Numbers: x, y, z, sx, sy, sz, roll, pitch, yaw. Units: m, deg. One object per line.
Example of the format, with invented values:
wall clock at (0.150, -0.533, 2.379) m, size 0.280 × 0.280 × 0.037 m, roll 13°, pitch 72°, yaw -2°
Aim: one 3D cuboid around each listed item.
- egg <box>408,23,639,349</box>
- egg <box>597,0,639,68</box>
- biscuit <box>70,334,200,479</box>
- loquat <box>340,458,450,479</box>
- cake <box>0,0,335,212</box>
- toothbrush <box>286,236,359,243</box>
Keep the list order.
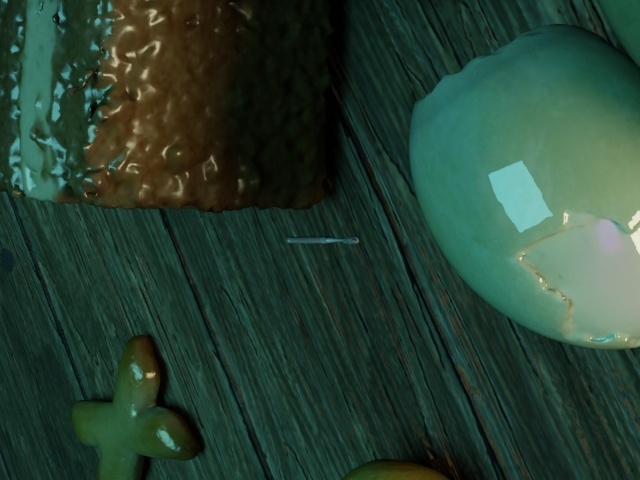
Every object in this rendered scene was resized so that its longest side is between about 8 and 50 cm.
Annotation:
egg at (0.164, -0.029, 0.651) m, size 0.183 × 0.183 × 0.217 m, roll -33°, pitch 81°, yaw 43°
egg at (0.260, -0.155, 0.504) m, size 0.218 × 0.218 × 0.296 m, roll -29°, pitch 91°, yaw 44°
biscuit at (-0.239, 0.234, 1.201) m, size 0.208 × 0.047 × 0.164 m, roll -45°, pitch 69°, yaw 40°
loquat at (0.068, 0.265, 0.842) m, size 0.163 × 0.137 × 0.163 m, roll 25°, pitch 132°, yaw 31°
cake at (-0.162, -0.164, 0.883) m, size 0.290 × 0.282 × 0.256 m, roll 19°, pitch 105°, yaw 45°
toothbrush at (0.000, 0.000, 0.939) m, size 0.097 × 0.008 × 0.006 m, roll 0°, pitch 95°, yaw 45°
